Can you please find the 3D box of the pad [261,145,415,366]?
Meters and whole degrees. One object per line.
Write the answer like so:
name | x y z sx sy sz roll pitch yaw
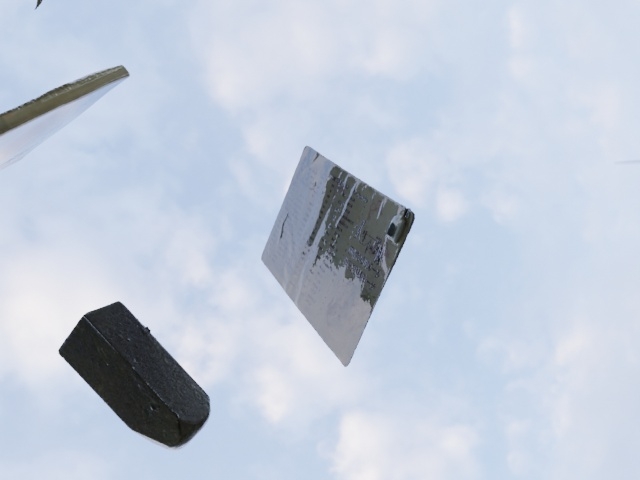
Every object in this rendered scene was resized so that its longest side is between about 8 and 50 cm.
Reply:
pad | 0.000 0.000 0.653 0.009 0.265 0.160 15 -76 -29

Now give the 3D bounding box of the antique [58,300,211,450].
antique | -0.251 0.195 0.850 0.221 0.081 0.080 45 -68 9

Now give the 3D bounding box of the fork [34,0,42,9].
fork | -0.380 -0.381 0.714 0.219 0.028 0.034 71 -164 -45

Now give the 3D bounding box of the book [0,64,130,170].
book | -0.416 -0.106 0.761 0.028 0.262 0.374 54 -155 -16
